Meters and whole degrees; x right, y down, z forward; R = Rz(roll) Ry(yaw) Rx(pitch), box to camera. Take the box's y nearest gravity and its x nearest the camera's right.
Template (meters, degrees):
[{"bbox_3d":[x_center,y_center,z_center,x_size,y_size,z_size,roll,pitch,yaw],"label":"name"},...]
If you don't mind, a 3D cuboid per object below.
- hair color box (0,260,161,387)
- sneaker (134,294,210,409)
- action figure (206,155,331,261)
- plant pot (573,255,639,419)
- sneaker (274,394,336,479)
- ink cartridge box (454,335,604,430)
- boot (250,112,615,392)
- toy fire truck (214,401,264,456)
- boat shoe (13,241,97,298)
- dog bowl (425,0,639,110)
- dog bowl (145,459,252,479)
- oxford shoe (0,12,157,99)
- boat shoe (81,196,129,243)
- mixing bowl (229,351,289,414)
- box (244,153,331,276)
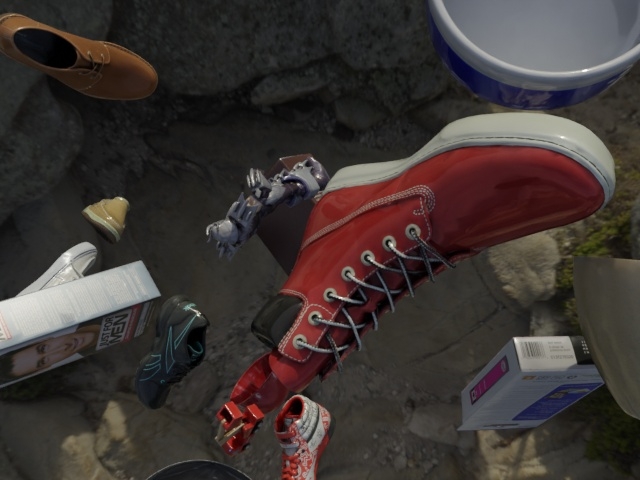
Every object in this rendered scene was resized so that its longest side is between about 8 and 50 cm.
[{"bbox_3d":[-0.565,0.186,1.370,0.374,0.185,0.114,-18,63,-37],"label":"hair color box"},{"bbox_3d":[-0.311,0.251,1.292,0.106,0.101,0.267,26,106,24],"label":"sneaker"},{"bbox_3d":[-0.110,-0.066,1.134,0.099,0.185,0.285,51,46,3],"label":"action figure"},{"bbox_3d":[0.452,0.128,0.750,0.284,0.284,0.191,7,89,2],"label":"plant pot"},{"bbox_3d":[-0.064,0.482,1.364,0.090,0.145,0.270,-5,50,40],"label":"sneaker"},{"bbox_3d":[0.368,0.265,1.093,0.175,0.371,0.069,0,57,-6],"label":"ink cartridge box"},{"bbox_3d":[0.052,0.022,0.386,0.088,0.244,0.176,42,62,-22],"label":"boot"},{"bbox_3d":[-0.204,0.452,1.460,0.047,0.135,0.192,43,121,28],"label":"toy fire truck"},{"bbox_3d":[-0.698,0.150,1.687,0.156,0.367,0.136,34,125,-3],"label":"boat shoe"},{"bbox_3d":[0.248,-0.283,0.672,0.265,0.104,0.265,-1,83,9],"label":"dog bowl"},{"bbox_3d":[-0.252,0.629,1.272,0.348,0.102,0.349,1,80,-6],"label":"dog bowl"},{"bbox_3d":[-0.298,-0.222,0.781,0.076,0.212,0.076,29,105,44],"label":"oxford shoe"},{"bbox_3d":[-0.359,-0.046,1.043,0.072,0.190,0.068,-42,118,-15],"label":"boat shoe"},{"bbox_3d":[-0.148,0.402,1.660,0.181,0.181,0.098,-46,103,-4],"label":"mixing bowl"},{"bbox_3d":[0.000,0.000,1.444,0.381,0.143,0.191,52,123,13],"label":"box"}]
